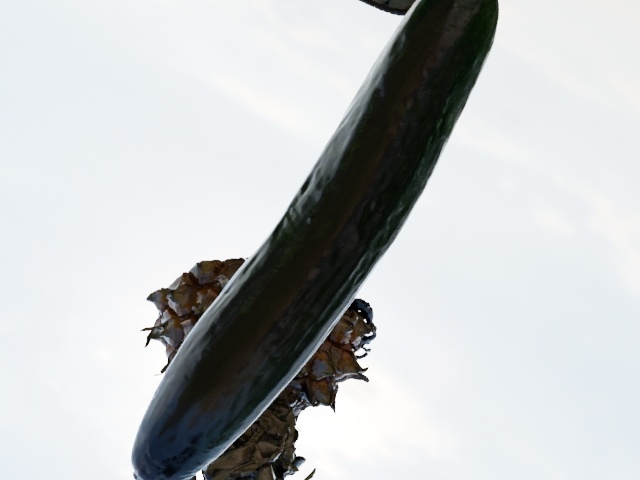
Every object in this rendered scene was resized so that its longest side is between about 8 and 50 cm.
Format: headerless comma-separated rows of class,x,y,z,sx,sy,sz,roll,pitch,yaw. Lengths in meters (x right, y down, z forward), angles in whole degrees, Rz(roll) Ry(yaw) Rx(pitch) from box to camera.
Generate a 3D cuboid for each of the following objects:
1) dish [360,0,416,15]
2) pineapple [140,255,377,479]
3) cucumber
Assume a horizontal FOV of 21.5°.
dish,0.065,-0.243,1.137,0.190,0.191,0.066,40,-160,23
pineapple,-0.080,0.190,1.756,0.262,0.262,0.272,24,-128,-20
cucumber,0.000,0.000,0.767,0.056,0.284,0.056,33,-177,-2
